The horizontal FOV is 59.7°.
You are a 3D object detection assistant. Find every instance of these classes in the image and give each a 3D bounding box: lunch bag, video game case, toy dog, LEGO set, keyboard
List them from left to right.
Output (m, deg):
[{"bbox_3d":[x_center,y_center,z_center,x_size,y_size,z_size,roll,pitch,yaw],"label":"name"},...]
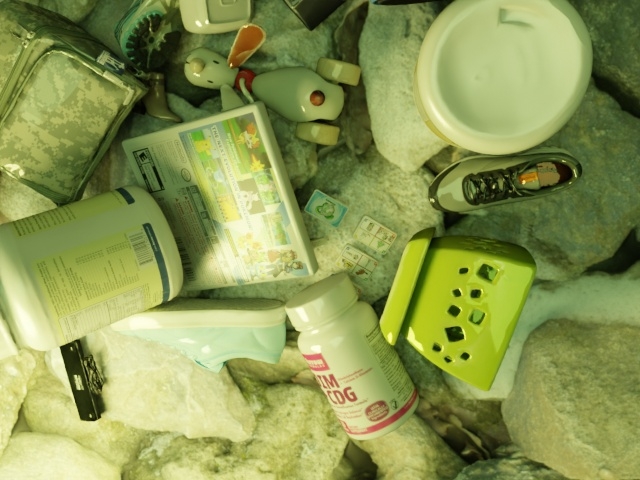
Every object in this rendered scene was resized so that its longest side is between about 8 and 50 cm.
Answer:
[{"bbox_3d":[-0.490,-0.248,1.036,0.256,0.212,0.305,36,103,1],"label":"lunch bag"},{"bbox_3d":[-0.515,0.307,1.233,0.100,0.038,0.192,-7,100,33],"label":"keyboard"},{"bbox_3d":[-0.187,-0.066,1.047,0.300,0.036,0.329,-9,111,24],"label":"video game case"},{"bbox_3d":[-0.093,-0.272,1.005,0.334,0.161,0.220,-4,98,9],"label":"toy dog"},{"bbox_3d":[0.000,0.000,1.105,0.244,0.060,0.182,29,102,-9],"label":"LEGO set"}]

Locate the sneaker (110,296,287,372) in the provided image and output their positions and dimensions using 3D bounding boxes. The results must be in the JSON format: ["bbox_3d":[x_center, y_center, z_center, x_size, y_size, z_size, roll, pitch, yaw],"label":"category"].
[{"bbox_3d":[-0.248,0.198,1.119,0.366,0.135,0.150,0,96,9],"label":"sneaker"}]

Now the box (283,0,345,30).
[{"bbox_3d":[-0.010,-0.577,0.932,0.294,0.183,0.296,-37,91,11],"label":"box"}]

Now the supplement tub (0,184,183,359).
[{"bbox_3d":[-0.441,0.053,1.002,0.325,0.235,0.235,-23,97,-28],"label":"supplement tub"}]

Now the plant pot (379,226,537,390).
[{"bbox_3d":[0.235,0.096,0.994,0.207,0.228,0.227,19,102,12],"label":"plant pot"}]

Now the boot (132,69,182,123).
[{"bbox_3d":[-0.321,-0.285,1.097,0.118,0.042,0.087,15,99,5],"label":"boot"}]

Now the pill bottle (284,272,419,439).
[{"bbox_3d":[0.056,0.215,1.057,0.160,0.160,0.283,-27,98,11],"label":"pill bottle"}]

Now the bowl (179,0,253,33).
[{"bbox_3d":[-0.176,-0.439,0.991,0.053,0.142,0.142,35,135,40],"label":"bowl"}]

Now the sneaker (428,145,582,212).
[{"bbox_3d":[0.328,-0.110,1.001,0.272,0.108,0.100,-12,99,11],"label":"sneaker"}]

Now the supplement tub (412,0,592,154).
[{"bbox_3d":[0.262,-0.255,0.877,0.228,0.316,0.228,2,101,8],"label":"supplement tub"}]

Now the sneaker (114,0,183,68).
[{"bbox_3d":[-0.278,-0.456,1.028,0.283,0.110,0.122,-46,56,-3],"label":"sneaker"}]

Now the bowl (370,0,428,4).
[{"bbox_3d":[0.250,-0.414,0.822,0.391,0.391,0.077,-5,108,9],"label":"bowl"}]
